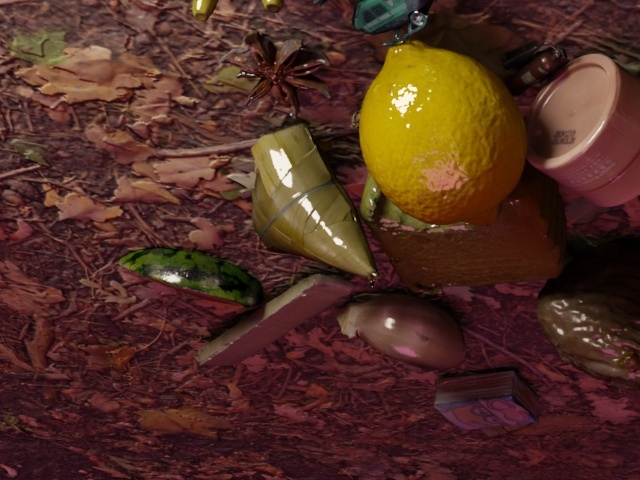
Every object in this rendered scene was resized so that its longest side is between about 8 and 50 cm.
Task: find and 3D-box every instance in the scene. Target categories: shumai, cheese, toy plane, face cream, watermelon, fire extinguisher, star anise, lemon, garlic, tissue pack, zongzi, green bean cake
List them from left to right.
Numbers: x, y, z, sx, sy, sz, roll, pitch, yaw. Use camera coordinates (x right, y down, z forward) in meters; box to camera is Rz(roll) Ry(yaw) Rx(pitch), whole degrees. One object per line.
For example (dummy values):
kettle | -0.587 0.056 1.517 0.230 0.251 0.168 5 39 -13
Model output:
watermelon | -0.200 0.063 1.995 0.245 0.063 0.119 13 162 -8
cheese | -0.083 0.137 2.082 0.085 0.034 0.400 6 154 -34
star anise | -0.048 -0.206 1.516 0.141 0.042 0.141 8 147 6
zongzi | 0.000 0.000 1.673 0.115 0.256 0.228 -30 158 -18
toy plane | 0.093 -0.279 1.350 0.096 0.060 0.235 40 143 -21
garlic | 0.171 0.161 2.024 0.267 0.148 0.128 30 107 -24
lemon | 0.137 -0.116 1.433 0.187 0.187 0.244 -12 117 31
green bean cake | 0.192 -0.040 1.648 0.236 0.124 0.233 -5 147 22
tissue pack | 0.290 0.279 2.208 0.155 0.065 0.115 -12 145 30
fire extinguisher | 0.244 -0.206 1.461 0.046 0.032 0.100 51 140 -2
face cream | 0.319 -0.126 1.447 0.104 0.149 0.149 28 144 -27
shumai | 0.461 0.153 1.807 0.346 0.217 0.283 8 149 -3

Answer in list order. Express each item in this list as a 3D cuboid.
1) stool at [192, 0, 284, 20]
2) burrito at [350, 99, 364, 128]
stool | -0.093 -0.302 1.303 0.135 0.110 0.134 20 147 -20
burrito | 0.104 -0.163 1.545 0.149 0.041 0.055 -4 148 15
